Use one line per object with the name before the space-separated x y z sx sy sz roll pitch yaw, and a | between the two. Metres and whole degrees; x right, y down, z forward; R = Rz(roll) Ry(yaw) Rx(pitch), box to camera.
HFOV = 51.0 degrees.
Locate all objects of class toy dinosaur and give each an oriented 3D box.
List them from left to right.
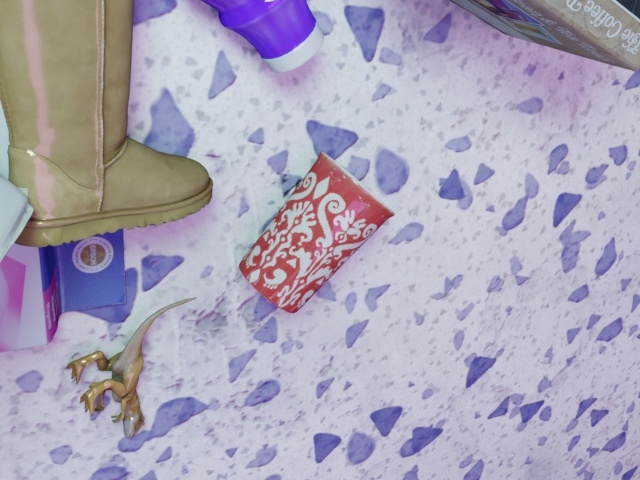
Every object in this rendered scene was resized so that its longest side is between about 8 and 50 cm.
toy dinosaur | -0.230 0.145 0.789 0.112 0.064 0.212 -13 133 -46

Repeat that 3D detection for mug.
mug | 0.003 0.004 0.807 0.169 0.113 0.150 -49 128 6

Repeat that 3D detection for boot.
boot | -0.180 -0.145 0.597 0.236 0.089 0.270 -25 127 -54

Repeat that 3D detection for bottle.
bottle | -0.091 -0.280 0.601 0.118 0.092 0.283 -46 130 -8

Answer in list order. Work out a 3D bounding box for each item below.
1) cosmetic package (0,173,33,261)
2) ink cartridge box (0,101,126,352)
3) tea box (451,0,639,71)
cosmetic package | -0.412 -0.062 0.408 0.217 0.156 0.385 -36 117 8
ink cartridge box | -0.338 -0.039 0.606 0.329 0.071 0.324 -8 119 -26
tea box | 0.222 -0.389 0.646 0.328 0.220 0.324 16 106 -36
